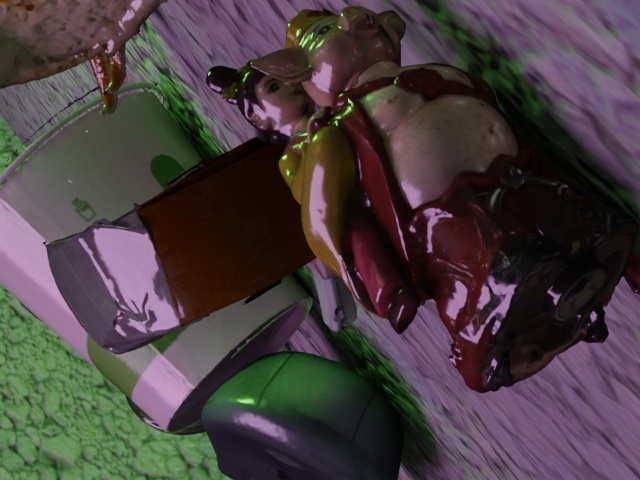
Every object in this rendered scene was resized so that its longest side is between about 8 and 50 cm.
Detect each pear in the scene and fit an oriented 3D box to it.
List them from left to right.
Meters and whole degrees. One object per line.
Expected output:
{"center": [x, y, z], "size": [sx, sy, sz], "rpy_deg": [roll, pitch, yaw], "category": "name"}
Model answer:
{"center": [-0.240, -0.229, 1.356], "size": [0.267, 0.267, 0.178], "rpy_deg": [72, 178, -60], "category": "pear"}

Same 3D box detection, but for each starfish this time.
{"center": [-0.198, -0.218, 1.630], "size": [0.138, 0.050, 0.247], "rpy_deg": [-136, 27, -68], "category": "starfish"}

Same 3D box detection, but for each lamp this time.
{"center": [0.038, -0.041, 0.907], "size": [0.253, 0.118, 0.118], "rpy_deg": [49, 169, 31], "category": "lamp"}

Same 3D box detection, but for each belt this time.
{"center": [-0.097, 0.005, 1.381], "size": [0.105, 0.184, 0.261], "rpy_deg": [62, 165, -5], "category": "belt"}

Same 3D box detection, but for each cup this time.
{"center": [-0.166, 0.026, 1.812], "size": [0.274, 0.253, 0.253], "rpy_deg": [47, 169, 12], "category": "cup"}

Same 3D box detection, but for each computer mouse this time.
{"center": [-0.008, 0.186, 1.794], "size": [0.188, 0.122, 0.371], "rpy_deg": [28, 161, 6], "category": "computer mouse"}

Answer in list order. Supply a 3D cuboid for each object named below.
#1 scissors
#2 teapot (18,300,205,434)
{"center": [0.000, 0.000, 1.478], "size": [0.118, 0.030, 0.242], "rpy_deg": [50, 167, 31], "category": "scissors"}
{"center": [-0.211, 0.074, 2.124], "size": [0.270, 0.200, 0.337], "rpy_deg": [2, 150, 22], "category": "teapot"}
